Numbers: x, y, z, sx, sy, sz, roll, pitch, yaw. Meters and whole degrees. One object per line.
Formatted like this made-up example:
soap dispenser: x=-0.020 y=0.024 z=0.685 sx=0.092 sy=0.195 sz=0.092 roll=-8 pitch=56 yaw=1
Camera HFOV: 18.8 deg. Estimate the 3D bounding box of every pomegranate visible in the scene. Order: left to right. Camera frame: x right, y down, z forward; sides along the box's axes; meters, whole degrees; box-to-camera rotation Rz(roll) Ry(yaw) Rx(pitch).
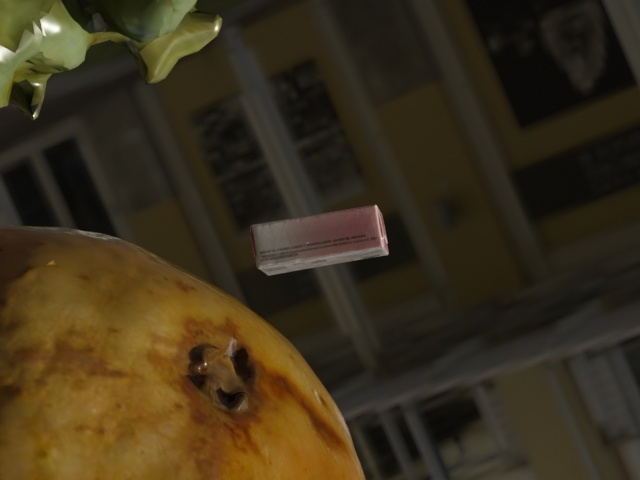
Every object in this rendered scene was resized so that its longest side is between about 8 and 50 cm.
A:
pomegranate: x=-0.172 y=0.189 z=1.055 sx=0.410 sy=0.410 sz=0.410 roll=-24 pitch=-177 yaw=1

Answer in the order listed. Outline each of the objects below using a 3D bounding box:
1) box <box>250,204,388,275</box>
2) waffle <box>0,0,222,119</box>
box: x=0.000 y=0.000 z=1.847 sx=0.125 sy=0.043 sz=0.089 roll=-9 pitch=174 yaw=3
waffle: x=-0.072 y=-0.192 z=0.635 sx=0.317 sy=0.297 sz=0.073 roll=-39 pitch=151 yaw=-8
